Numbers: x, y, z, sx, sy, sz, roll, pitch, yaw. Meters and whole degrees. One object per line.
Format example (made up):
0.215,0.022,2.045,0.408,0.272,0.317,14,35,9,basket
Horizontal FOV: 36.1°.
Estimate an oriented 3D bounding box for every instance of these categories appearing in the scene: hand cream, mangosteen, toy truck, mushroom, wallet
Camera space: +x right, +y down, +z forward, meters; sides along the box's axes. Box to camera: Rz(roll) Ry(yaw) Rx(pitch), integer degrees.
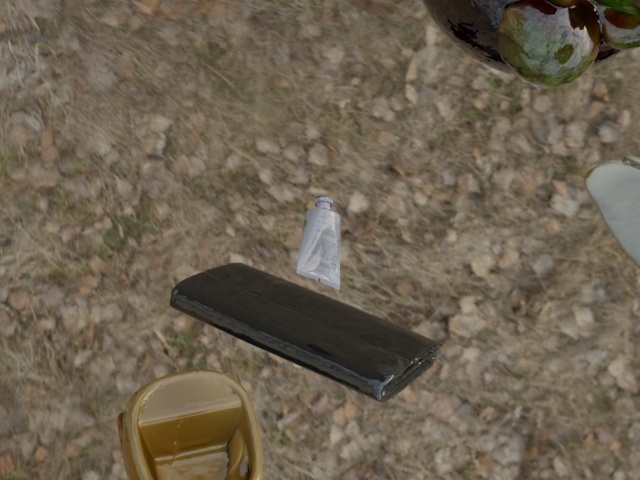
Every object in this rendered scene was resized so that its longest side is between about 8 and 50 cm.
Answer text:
0.000,0.000,1.507,0.084,0.053,0.142,22,61,-33,hand cream
0.254,-0.301,1.014,0.300,0.300,0.300,-6,109,-18,mangosteen
-0.205,0.330,1.546,0.204,0.288,0.212,-8,146,-17,toy truck
0.485,-0.020,1.317,0.407,0.154,0.137,6,127,-53,mushroom
-0.025,0.137,1.600,0.228,0.406,0.062,-17,123,-60,wallet
